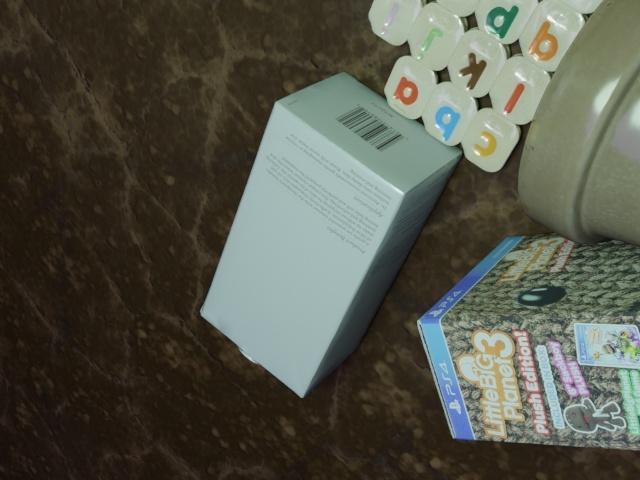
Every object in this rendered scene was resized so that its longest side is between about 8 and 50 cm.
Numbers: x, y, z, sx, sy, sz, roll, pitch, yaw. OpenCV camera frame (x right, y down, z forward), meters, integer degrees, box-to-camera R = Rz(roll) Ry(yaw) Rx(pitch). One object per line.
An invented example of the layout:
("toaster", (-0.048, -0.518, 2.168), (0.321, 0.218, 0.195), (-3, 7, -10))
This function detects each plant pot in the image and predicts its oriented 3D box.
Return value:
("plant pot", (0.331, -0.072, 0.706), (0.229, 0.263, 0.263), (38, 132, 30))

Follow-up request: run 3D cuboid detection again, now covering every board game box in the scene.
("board game box", (0.291, 0.089, 0.867), (0.291, 0.232, 0.141), (-7, 108, 38))

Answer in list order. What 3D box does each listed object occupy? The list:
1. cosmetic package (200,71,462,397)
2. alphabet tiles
("cosmetic package", (0.000, 0.000, 1.089), (0.197, 0.155, 0.365), (38, 131, 15))
("alphabet tiles", (0.187, -0.222, 0.921), (0.284, 0.021, 0.277), (37, 129, 16))
